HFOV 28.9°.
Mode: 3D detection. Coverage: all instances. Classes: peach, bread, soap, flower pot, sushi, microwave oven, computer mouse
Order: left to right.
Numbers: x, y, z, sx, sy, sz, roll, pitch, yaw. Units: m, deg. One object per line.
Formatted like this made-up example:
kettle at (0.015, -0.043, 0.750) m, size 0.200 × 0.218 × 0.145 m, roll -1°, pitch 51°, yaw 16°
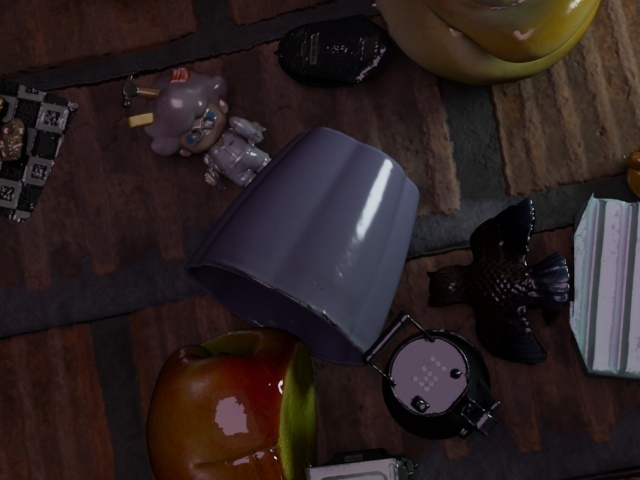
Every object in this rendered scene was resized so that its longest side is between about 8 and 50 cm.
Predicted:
sushi at (-0.478, -0.147, 1.769) m, size 0.210 × 0.040 × 0.192 m, roll 21°, pitch 85°, yaw 9°
peach at (-0.102, 0.257, 1.579) m, size 0.245 × 0.248 × 0.274 m, roll -9°, pitch 97°, yaw 39°
flower pot at (0.000, 0.000, 1.594) m, size 0.265 × 0.265 × 0.243 m, roll 28°, pitch 76°, yaw 10°
computer mouse at (0.022, -0.259, 1.719) m, size 0.172 × 0.057 × 0.099 m, roll 2°, pitch 84°, yaw 19°
microwave oven at (0.064, 0.343, 1.549) m, size 0.129 × 0.205 × 0.163 m, roll -7°, pitch 82°, yaw 6°
bread at (0.214, -0.421, 1.621) m, size 0.329 × 0.245 × 0.424 m, roll -3°, pitch 85°, yaw 7°
soap at (0.391, 0.064, 1.609) m, size 0.145 × 0.091 × 0.230 m, roll 6°, pitch 82°, yaw 5°

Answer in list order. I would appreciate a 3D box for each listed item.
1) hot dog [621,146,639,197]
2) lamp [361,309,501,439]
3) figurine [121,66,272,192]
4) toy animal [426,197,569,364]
hot dog at (0.504, -0.064, 1.627) m, size 0.236 × 0.062 × 0.092 m, roll 23°, pitch 89°, yaw 10°
lamp at (0.146, 0.180, 1.550) m, size 0.172 × 0.227 × 0.147 m, roll 42°, pitch 88°, yaw 11°
figurine at (-0.163, -0.158, 1.702) m, size 0.229 × 0.112 × 0.137 m, roll 39°, pitch 96°, yaw -3°
toy animal at (0.228, 0.055, 1.616) m, size 0.179 × 0.116 × 0.218 m, roll -3°, pitch 88°, yaw 6°
